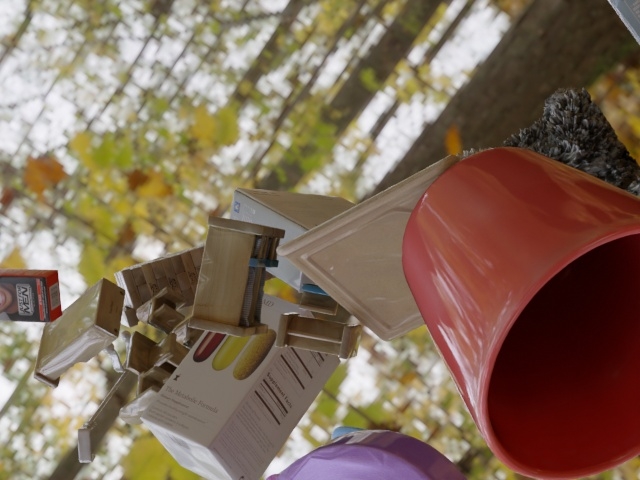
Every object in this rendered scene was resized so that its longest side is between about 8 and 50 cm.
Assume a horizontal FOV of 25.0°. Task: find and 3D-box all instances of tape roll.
[{"bbox_3d":[0.061,0.368,1.711,0.275,0.275,0.090,41,-161,14],"label":"tape roll"}]

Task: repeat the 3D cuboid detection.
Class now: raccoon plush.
[{"bbox_3d":[0.306,-0.061,2.091,0.216,0.299,0.446,60,-177,-9],"label":"raccoon plush"}]

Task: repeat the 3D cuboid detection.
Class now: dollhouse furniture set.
[{"bbox_3d":[-0.037,0.053,1.657,0.183,0.129,0.129,11,-179,11],"label":"dollhouse furniture set"},{"bbox_3d":[-0.294,0.188,2.238,0.242,0.161,0.212,34,-143,-28],"label":"dollhouse furniture set"}]

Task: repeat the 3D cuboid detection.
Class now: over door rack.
[{"bbox_3d":[-0.245,0.228,2.353,0.239,0.108,0.324,-4,-154,9],"label":"over door rack"}]

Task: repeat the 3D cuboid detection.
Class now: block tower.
[{"bbox_3d":[-0.183,0.048,2.418,0.091,0.335,0.097,178,73,-74],"label":"block tower"}]

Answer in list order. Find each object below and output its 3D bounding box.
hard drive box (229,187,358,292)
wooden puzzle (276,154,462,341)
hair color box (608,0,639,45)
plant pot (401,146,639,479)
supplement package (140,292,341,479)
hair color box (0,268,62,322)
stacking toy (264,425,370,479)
[{"bbox_3d":[0.000,0.000,2.016,0.181,0.089,0.232,3,-167,-30],"label":"hard drive box"},{"bbox_3d":[0.103,0.009,1.537,0.238,0.221,0.044,38,-147,-44],"label":"wooden puzzle"},{"bbox_3d":[0.468,-0.185,1.634,0.374,0.113,0.185,58,-157,11],"label":"hair color box"},{"bbox_3d":[0.212,0.048,1.371,0.275,0.275,0.243,22,-163,-35],"label":"plant pot"},{"bbox_3d":[-0.108,0.205,2.010,0.139,0.244,0.134,17,151,37],"label":"supplement package"},{"bbox_3d":[-0.446,0.078,2.073,0.141,0.072,0.043,0,-167,16],"label":"hair color box"},{"bbox_3d":[-0.031,0.408,2.240,0.302,0.175,0.166,-13,-174,-34],"label":"stacking toy"}]
